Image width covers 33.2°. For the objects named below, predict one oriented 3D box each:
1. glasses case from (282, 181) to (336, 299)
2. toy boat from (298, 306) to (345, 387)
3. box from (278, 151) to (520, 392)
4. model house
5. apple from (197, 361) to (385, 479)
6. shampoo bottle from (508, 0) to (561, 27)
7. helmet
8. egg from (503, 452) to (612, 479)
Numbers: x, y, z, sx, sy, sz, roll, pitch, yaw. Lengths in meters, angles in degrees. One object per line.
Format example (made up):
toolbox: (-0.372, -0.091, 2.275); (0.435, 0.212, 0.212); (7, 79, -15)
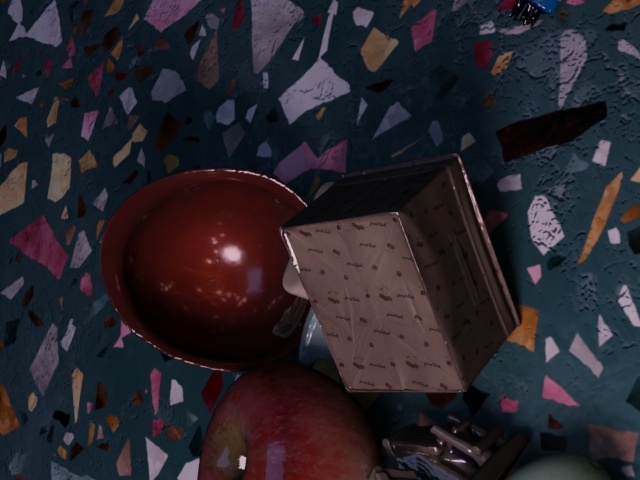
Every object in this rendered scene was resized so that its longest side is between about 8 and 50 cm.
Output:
glasses case: (0.000, 0.000, 1.743); (0.083, 0.050, 0.196); (16, 82, 63)
toy boat: (0.044, 0.133, 1.766); (0.079, 0.134, 0.208); (-135, 66, -82)
box: (0.118, 0.054, 1.579); (0.225, 0.190, 0.297); (-8, 111, 40)
model house: (0.168, 0.329, 1.532); (0.188, 0.229, 0.122); (21, 118, 27)
apple: (-0.031, 0.365, 1.652); (0.345, 0.269, 0.345); (-35, 46, 46)
shampoo bottle: (0.359, -0.420, 1.678); (0.087, 0.050, 0.183); (38, 103, 37)
helmet: (-0.185, 0.058, 1.858); (0.230, 0.385, 0.337); (143, 132, -77)
egg: (0.302, 0.388, 1.443); (0.231, 0.168, 0.168); (-52, 52, 10)
